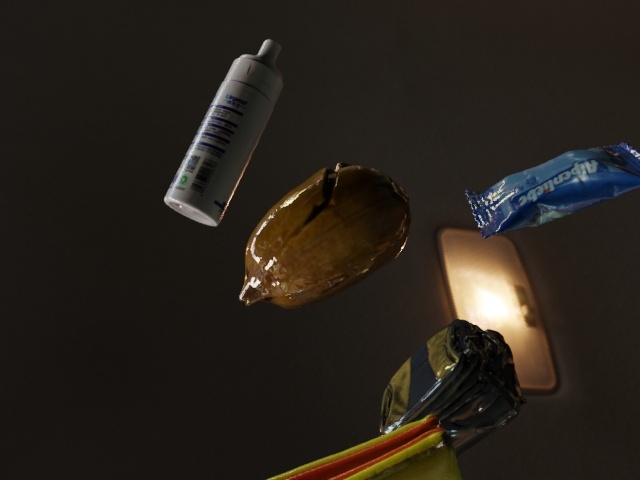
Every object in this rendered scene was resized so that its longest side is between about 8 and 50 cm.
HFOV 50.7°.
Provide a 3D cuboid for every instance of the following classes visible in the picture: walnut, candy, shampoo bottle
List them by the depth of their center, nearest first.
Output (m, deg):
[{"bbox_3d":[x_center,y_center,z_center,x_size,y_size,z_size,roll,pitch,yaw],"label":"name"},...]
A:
[{"bbox_3d":[-0.134,-0.175,1.039,0.092,0.092,0.303,23,-104,0],"label":"shampoo bottle"},{"bbox_3d":[0.000,0.000,1.142,0.336,0.209,0.209,-37,-112,-11],"label":"walnut"},{"bbox_3d":[0.444,-0.102,1.263,0.331,0.077,0.187,-21,-150,11],"label":"candy"}]

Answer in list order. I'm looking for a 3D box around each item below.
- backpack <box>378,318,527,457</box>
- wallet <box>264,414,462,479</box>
[{"bbox_3d":[0.168,0.195,0.900,0.133,0.206,0.258,46,-168,-6],"label":"backpack"},{"bbox_3d":[0.020,0.263,0.609,0.241,0.141,0.067,-23,-153,-1],"label":"wallet"}]
